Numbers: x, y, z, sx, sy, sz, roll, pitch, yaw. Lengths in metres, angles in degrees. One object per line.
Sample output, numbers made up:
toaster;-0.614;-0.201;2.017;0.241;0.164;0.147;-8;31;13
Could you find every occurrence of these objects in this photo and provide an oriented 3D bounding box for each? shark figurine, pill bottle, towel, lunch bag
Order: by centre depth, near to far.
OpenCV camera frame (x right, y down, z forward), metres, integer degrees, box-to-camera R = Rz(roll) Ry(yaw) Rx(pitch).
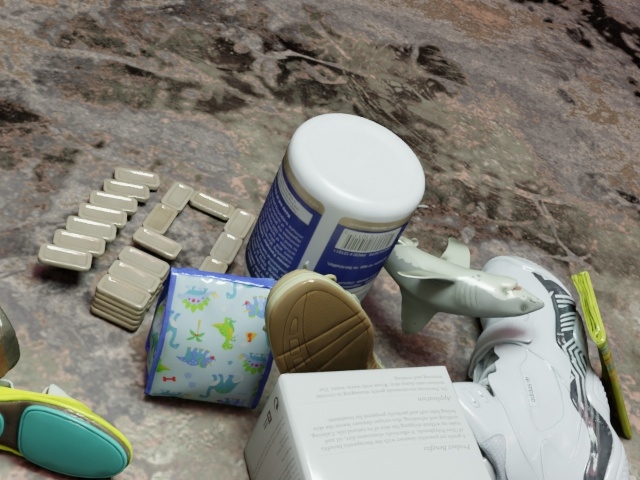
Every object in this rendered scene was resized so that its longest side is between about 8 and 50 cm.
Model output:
lunch bag;-0.112;0.094;0.987;0.129;0.151;0.096;9;38;-16
pill bottle;0.000;0.000;1.051;0.153;0.265;0.153;14;44;-14
shark figurine;0.110;0.048;1.114;0.166;0.116;0.278;-3;24;-32
towel;0.343;0.144;1.127;0.021;0.237;0.102;-15;47;15

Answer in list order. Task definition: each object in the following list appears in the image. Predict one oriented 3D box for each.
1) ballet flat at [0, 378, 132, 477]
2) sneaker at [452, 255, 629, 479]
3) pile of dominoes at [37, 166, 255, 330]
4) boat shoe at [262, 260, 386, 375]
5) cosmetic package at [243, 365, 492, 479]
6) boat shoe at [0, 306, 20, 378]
ballet flat;-0.292;0.167;0.899;0.231;0.077;0.077;14;25;-10
sneaker;0.204;0.161;1.081;0.210;0.137;0.366;6;49;-23
pile of dominoes;-0.207;0.007;1.132;0.196;0.040;0.251;25;35;0
boat shoe;0.005;0.109;0.976;0.104;0.285;0.089;-30;50;-2
cosmetic package;0.070;0.309;0.864;0.197;0.155;0.365;2;49;-22
boat shoe;-0.439;0.055;0.905;0.324;0.122;0.120;27;50;20
